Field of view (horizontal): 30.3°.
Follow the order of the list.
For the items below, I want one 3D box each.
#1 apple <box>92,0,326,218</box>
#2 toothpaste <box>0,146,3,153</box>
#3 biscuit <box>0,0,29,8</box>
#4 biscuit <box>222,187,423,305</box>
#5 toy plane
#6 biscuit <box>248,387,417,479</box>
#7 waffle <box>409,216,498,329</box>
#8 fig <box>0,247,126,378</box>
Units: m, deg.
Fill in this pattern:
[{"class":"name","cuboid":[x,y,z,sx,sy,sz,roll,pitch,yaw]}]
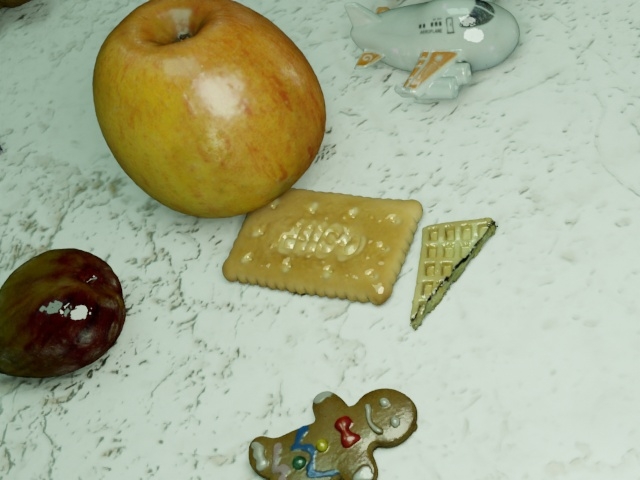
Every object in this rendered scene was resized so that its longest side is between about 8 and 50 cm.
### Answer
[{"class":"apple","cuboid":[-0.151,-0.188,1.581,0.299,0.275,0.299,-19,35,14]},{"class":"toothpaste","cuboid":[-0.575,-0.197,1.939,0.047,0.040,0.196,-33,48,-5]},{"class":"biscuit","cuboid":[-0.592,-0.444,2.115,0.432,0.064,0.283,-47,42,-16]},{"class":"biscuit","cuboid":[0.000,-0.001,1.542,0.249,0.030,0.160,8,59,29]},{"class":"toy plane","cuboid":[0.154,-0.290,1.635,0.244,0.117,0.245,-13,50,15]},{"class":"biscuit","cuboid":[0.016,0.233,1.362,0.205,0.031,0.138,-27,49,1]},{"class":"waffle","cuboid":[0.162,0.039,1.445,0.097,0.023,0.153,-4,53,23]},{"class":"fig","cuboid":[-0.388,0.120,1.566,0.274,0.145,0.170,-31,46,18]}]
